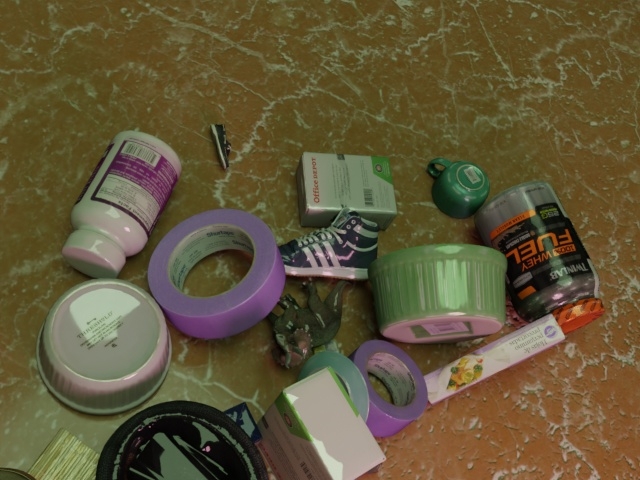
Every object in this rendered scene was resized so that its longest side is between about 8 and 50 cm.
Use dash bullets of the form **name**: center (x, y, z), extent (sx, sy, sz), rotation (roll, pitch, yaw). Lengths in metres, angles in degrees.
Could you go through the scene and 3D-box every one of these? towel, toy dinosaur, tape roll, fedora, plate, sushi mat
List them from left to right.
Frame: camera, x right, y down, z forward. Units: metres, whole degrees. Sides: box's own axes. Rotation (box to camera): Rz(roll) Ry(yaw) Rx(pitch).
- **sushi mat**: center (-0.514, 0.514, 1.515), extent (0.151, 0.019, 0.316), rotation (33, 59, 1)
- **fedora**: center (-0.255, 0.471, 1.532), extent (0.334, 0.152, 0.334), rotation (7, 62, -13)
- **tape roll**: center (-0.215, 0.066, 1.726), extent (0.275, 0.090, 0.275), rotation (-7, 52, 9)
- **toy dinosaur**: center (-0.032, 0.177, 1.785), extent (0.313, 0.121, 0.160), rotation (-20, 69, -51)
- **plate**: center (0.017, 0.319, 1.677), extent (0.024, 0.188, 0.188), rotation (-3, 60, -52)
- **towel**: center (0.019, 0.258, 1.804), extent (0.060, 0.009, 0.083), rotation (-8, 66, -20)
- **tape roll**: center (0.126, 0.308, 1.730), extent (0.189, 0.080, 0.189), rotation (24, 41, -22)

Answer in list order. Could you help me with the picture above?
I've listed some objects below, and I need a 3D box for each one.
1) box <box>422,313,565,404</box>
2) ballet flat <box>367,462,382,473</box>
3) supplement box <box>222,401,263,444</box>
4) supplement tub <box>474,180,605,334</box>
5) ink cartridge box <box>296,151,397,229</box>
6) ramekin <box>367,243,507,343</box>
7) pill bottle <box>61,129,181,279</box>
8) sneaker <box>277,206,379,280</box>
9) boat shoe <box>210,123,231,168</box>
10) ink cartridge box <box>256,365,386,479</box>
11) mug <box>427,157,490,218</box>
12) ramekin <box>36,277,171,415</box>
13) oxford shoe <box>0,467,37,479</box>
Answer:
- **box**: center (0.369, 0.260, 1.794), extent (0.324, 0.067, 0.063), rotation (-26, 74, 1)
- **ballet flat**: center (0.049, 0.377, 1.730), extent (0.084, 0.058, 0.250), rotation (-40, 71, 5)
- **supplement box**: center (-0.163, 0.378, 1.646), extent (0.056, 0.083, 0.083), rotation (-21, 71, -24)
- **supplement tub**: center (0.516, 0.048, 1.942), extent (0.207, 0.207, 0.338), rotation (-13, 67, -22)
- **ink cartridge box**: center (0.057, -0.117, 1.962), extent (0.219, 0.092, 0.160), rotation (2, 62, -14)
- **ramekin**: center (0.255, 0.124, 1.782), extent (0.303, 0.303, 0.148), rotation (3, 70, -14)
- **pill bottle**: center (-0.425, -0.072, 1.759), extent (0.169, 0.169, 0.301), rotation (23, 60, -3)
- **sneaker**: center (0.000, 0.000, 1.842), extent (0.282, 0.099, 0.153), rotation (6, 107, -19)
- **boat shoe**: center (-0.231, -0.226, 1.967), extent (0.038, 0.046, 0.125), rotation (-11, 59, -16)
- **ink cartridge box**: center (-0.013, 0.388, 1.576), extent (0.115, 0.273, 0.198), rotation (-24, 72, -28)
- **mug**: center (0.340, -0.137, 2.050), extent (0.158, 0.097, 0.129), rotation (18, 60, -7)
- **ramekin**: center (-0.425, 0.199, 1.641), extent (0.273, 0.127, 0.273), rotation (7, 62, -13)
- **oxford shoe**: center (-0.536, 0.462, 1.410), extent (0.348, 0.130, 0.123), rotation (7, 78, 19)
